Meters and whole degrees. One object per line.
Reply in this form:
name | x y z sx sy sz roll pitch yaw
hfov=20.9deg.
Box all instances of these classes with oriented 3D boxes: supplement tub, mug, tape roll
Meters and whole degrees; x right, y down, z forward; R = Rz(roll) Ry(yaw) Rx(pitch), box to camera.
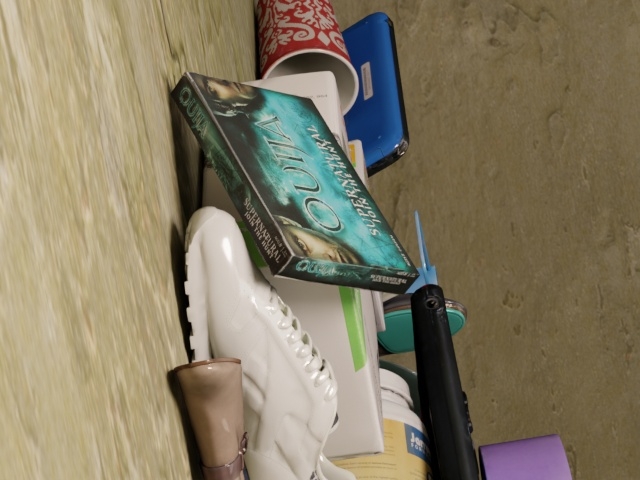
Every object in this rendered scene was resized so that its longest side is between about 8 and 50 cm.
supplement tub | 0.028 0.223 1.489 0.144 0.144 0.200 76 7 -57
mug | -0.036 -0.214 2.033 0.113 0.150 0.169 34 29 -32
tape roll | 0.206 0.285 1.672 0.189 0.080 0.189 -10 90 -89

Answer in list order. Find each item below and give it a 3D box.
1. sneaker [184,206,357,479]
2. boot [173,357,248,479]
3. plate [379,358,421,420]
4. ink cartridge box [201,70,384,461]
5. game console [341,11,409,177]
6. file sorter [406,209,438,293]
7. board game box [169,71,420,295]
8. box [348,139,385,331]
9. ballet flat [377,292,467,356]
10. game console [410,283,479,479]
sneaker | -0.038 0.083 1.197 0.090 0.094 0.235 -84 163 -68
boot | -0.066 0.120 1.102 0.118 0.042 0.087 52 32 -82
plate | 0.055 0.190 1.781 0.024 0.188 0.188 -66 154 -44
ink cartridge box | -0.023 0.018 1.395 0.273 0.114 0.198 -92 172 -54
game console | 0.030 -0.093 2.113 0.173 0.250 0.293 47 24 -33
file sorter | 0.039 0.046 1.889 0.118 0.170 0.104 -93 170 -55
board game box | -0.019 -0.041 1.231 0.126 0.026 0.186 8 40 -44
box | 0.000 0.000 1.784 0.203 0.114 0.103 -91 171 -53
ballet flat | 0.054 0.090 1.805 0.074 0.203 0.074 58 17 -30
game console | 0.140 0.282 1.571 0.387 0.060 0.342 -98 180 -48
